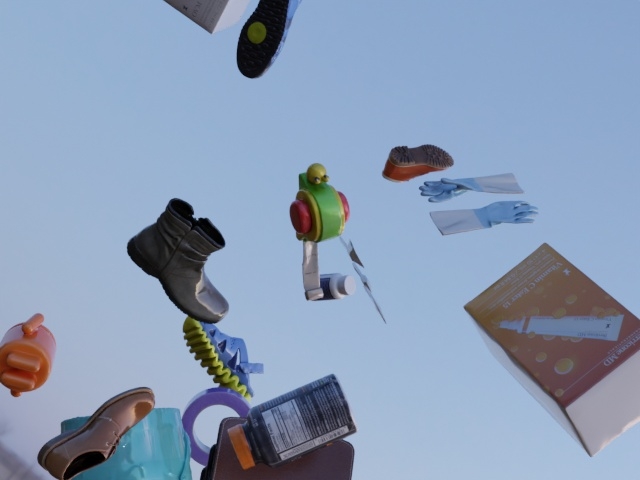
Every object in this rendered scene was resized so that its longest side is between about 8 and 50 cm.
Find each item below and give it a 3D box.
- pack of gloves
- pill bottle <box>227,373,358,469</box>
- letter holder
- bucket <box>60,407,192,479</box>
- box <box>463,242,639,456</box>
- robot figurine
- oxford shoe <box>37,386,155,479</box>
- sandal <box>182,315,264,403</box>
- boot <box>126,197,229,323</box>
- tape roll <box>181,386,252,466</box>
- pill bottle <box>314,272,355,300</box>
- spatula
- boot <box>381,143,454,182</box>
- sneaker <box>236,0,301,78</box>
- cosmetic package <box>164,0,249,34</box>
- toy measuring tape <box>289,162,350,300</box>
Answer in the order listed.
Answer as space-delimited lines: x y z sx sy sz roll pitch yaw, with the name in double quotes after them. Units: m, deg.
0.331 -0.094 2.165 0.195 0.232 0.046 -114 -159 -53 "pack of gloves"
-0.058 0.369 2.065 0.130 0.245 0.131 158 -90 -85 "pill bottle"
-0.098 0.511 2.226 0.301 0.215 0.152 14 -25 -12 "letter holder"
-0.389 0.439 2.063 0.281 0.183 0.281 -6 -13 -1 "bucket"
0.465 0.197 1.951 0.168 0.215 0.345 55 -4 -38 "box"
-0.654 0.255 2.308 0.219 0.128 0.158 -121 -169 -73 "robot figurine"
-0.343 0.316 1.666 0.076 0.212 0.076 31 -34 39 "oxford shoe"
-0.266 0.316 2.900 0.126 0.138 0.317 -1 -54 54 "sandal"
-0.230 0.043 1.924 0.161 0.083 0.246 -34 -68 34 "boot"
-0.252 0.462 2.564 0.189 0.189 0.080 40 -3 -5 "tape roll"
0.026 0.116 2.590 0.120 0.067 0.067 -7 -47 36 "pill bottle"
0.083 0.065 2.092 0.168 0.019 0.242 62 1 -12 "spatula"
0.207 -0.161 2.229 0.085 0.157 0.059 117 -34 -49 "boot"
-0.061 -0.337 1.532 0.069 0.209 0.082 21 9 19 "sneaker"
-0.233 -0.576 2.073 0.224 0.138 0.224 35 -61 5 "cosmetic package"
0.000 0.000 2.087 0.121 0.121 0.330 22 -53 34 "toy measuring tape"
